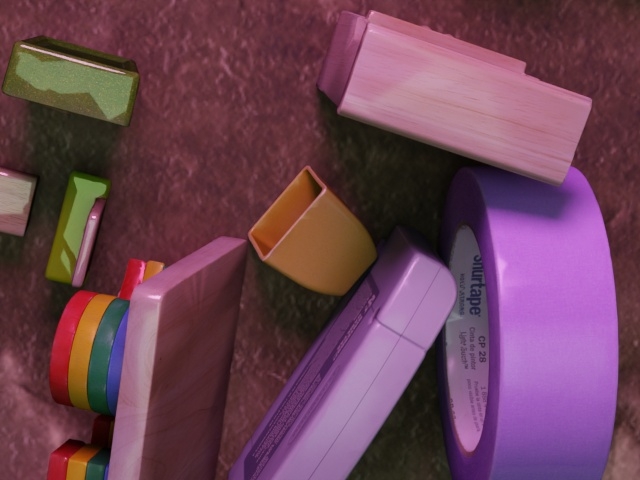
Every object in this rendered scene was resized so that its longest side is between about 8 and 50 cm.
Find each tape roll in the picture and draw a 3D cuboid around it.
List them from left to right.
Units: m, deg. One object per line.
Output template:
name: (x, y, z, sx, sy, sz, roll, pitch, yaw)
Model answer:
tape roll: (0.157, 0.077, 1.223, 0.090, 0.275, 0.275, -1, 101, -6)

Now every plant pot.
plant pot: (0.000, 0.000, 1.295, 0.083, 0.081, 0.081, 39, 95, -21)

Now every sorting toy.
sorting toy: (-0.147, 0.133, 1.225, 0.089, 0.257, 0.255, 10, 100, 10)

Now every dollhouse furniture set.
dollhouse furniture set: (-0.311, -0.082, 1.208, 0.301, 0.151, 0.197, 14, 100, -8)
dollhouse furniture set: (0.140, -0.269, 1.162, 0.362, 0.256, 0.394, 18, 99, -9)

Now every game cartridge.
game cartridge: (0.010, 0.131, 1.259, 0.062, 0.198, 0.297, 32, 97, -12)
